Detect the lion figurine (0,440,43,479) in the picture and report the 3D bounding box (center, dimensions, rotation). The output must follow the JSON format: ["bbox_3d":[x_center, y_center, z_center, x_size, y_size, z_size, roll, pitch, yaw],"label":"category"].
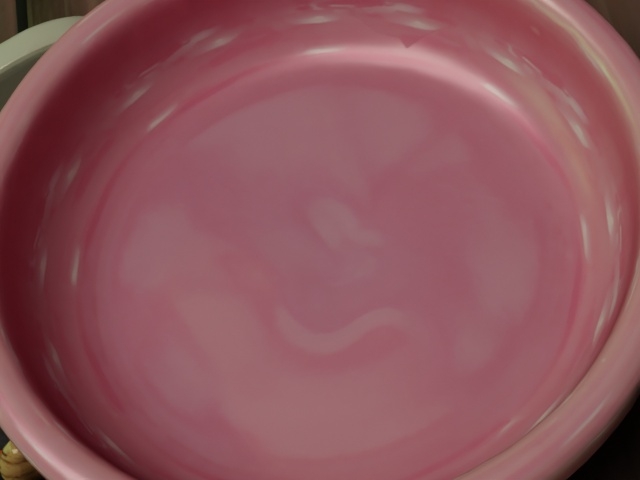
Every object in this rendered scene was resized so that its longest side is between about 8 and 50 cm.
[{"bbox_3d":[0.004,0.103,0.707,0.240,0.142,0.392,30,83,32],"label":"lion figurine"}]

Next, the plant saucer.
[{"bbox_3d":[0.000,0.000,0.660,0.332,0.084,0.332,-4,60,6],"label":"plant saucer"}]

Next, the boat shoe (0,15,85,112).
[{"bbox_3d":[-0.275,-0.058,0.972,0.340,0.127,0.158,-40,46,11],"label":"boat shoe"}]

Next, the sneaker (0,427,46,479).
[{"bbox_3d":[-0.272,0.032,0.857,0.180,0.321,0.124,-40,15,4],"label":"sneaker"}]
